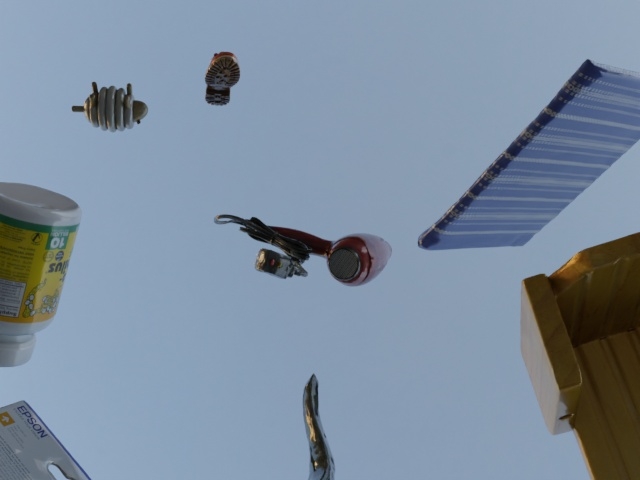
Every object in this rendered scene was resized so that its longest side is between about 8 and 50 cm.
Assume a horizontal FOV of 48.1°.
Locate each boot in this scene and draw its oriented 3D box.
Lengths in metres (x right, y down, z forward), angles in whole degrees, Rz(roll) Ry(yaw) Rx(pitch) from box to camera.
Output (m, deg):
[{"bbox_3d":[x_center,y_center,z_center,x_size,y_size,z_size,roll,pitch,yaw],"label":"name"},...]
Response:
[{"bbox_3d":[-0.178,-0.311,1.284,0.059,0.158,0.084,7,-105,-16],"label":"boot"}]

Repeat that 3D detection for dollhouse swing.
[{"bbox_3d":[0.439,0.176,0.787,0.347,0.315,0.305,-17,-122,6],"label":"dollhouse swing"}]

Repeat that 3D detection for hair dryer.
[{"bbox_3d":[0.000,0.000,1.114,0.223,0.293,0.080,44,-62,55],"label":"hair dryer"}]

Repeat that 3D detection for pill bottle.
[{"bbox_3d":[-0.375,0.043,0.879,0.118,0.117,0.208,22,-79,15],"label":"pill bottle"}]

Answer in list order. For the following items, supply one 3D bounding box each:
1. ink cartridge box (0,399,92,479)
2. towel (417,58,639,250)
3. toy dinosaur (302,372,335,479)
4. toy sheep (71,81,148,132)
[{"bbox_3d":[-0.421,0.378,0.921,0.324,0.330,0.071,44,-76,14],"label":"ink cartridge box"},{"bbox_3d":[0.298,-0.098,0.950,0.336,0.243,0.040,-52,-126,39],"label":"towel"},{"bbox_3d":[-0.031,0.138,0.243,0.064,0.268,0.118,18,-83,7],"label":"toy dinosaur"},{"bbox_3d":[-0.373,-0.235,1.272,0.132,0.091,0.091,4,-87,-6],"label":"toy sheep"}]
